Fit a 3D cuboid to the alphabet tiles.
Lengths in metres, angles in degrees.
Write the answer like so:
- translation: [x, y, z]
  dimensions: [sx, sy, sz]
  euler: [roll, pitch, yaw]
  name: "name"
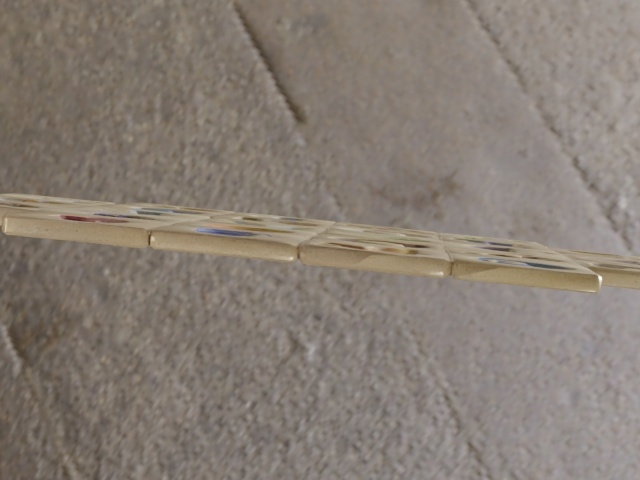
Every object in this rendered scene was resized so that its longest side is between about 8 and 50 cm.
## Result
- translation: [0.000, 0.000, 0.702]
  dimensions: [0.342, 0.285, 0.011]
  euler: [6, 93, 3]
  name: "alphabet tiles"
